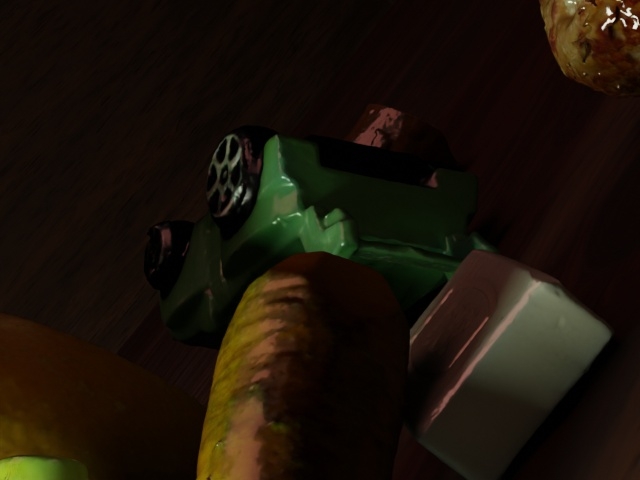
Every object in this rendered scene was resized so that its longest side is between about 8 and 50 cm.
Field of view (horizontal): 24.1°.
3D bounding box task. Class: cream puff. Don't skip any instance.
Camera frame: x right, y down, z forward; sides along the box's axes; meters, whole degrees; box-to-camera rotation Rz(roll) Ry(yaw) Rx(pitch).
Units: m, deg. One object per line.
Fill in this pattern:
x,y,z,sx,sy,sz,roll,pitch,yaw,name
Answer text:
0.243,-0.216,1.076,0.240,0.164,0.240,177,90,-83,cream puff

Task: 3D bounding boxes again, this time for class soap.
0.100,0.073,0.915,0.121,0.064,0.183,-51,7,-1,soap

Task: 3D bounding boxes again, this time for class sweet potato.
-0.001,-0.001,1.610,0.336,0.131,0.131,-47,8,0,sweet potato

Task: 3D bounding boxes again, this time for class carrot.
-0.015,0.139,0.807,0.114,0.114,0.301,-42,27,41,carrot

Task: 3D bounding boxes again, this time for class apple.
-0.211,0.226,1.087,0.384,0.374,0.374,-1,-30,-43,apple

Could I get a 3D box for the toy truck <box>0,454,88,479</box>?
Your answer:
-0.113,0.236,0.854,0.148,0.211,0.187,-35,34,58,toy truck

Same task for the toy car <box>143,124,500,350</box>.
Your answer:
-0.006,0.022,1.282,0.359,0.213,0.176,-45,43,49,toy car
